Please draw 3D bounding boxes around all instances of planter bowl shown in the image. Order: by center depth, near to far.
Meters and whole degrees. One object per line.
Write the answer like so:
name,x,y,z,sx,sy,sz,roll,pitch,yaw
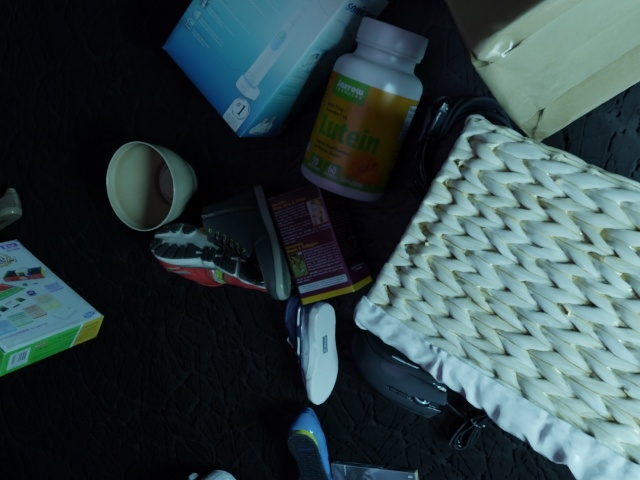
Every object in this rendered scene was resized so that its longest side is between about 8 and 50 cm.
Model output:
planter bowl,-0.302,-0.104,1.096,0.162,0.109,0.162,5,101,26

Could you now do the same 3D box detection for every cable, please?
cable,0.201,-0.119,0.852,0.151,0.047,0.184,25,99,38

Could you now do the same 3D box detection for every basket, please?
basket,0.282,0.062,0.674,0.331,0.328,0.266,33,103,28

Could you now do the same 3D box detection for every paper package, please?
paper package,0.288,-0.329,0.634,0.309,0.168,0.324,-32,45,27

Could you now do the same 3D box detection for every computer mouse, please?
computer mouse,0.160,0.215,0.921,0.262,0.060,0.184,40,131,15

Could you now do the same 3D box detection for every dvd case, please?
dvd case,0.108,0.511,1.050,0.165,0.018,0.221,-5,97,28

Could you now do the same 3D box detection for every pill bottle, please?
pill bottle,0.070,-0.195,0.873,0.136,0.136,0.245,27,110,21

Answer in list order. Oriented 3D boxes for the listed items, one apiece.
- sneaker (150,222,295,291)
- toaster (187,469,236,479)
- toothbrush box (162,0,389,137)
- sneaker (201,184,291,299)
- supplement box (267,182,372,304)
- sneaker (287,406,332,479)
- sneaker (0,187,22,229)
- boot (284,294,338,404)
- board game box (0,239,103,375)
sneaker,-0.169,0.040,1.070,0.279,0.107,0.118,14,149,9
toaster,-0.206,0.574,1.161,0.227,0.129,0.146,47,114,14
toothbrush box,-0.077,-0.343,0.927,0.216,0.126,0.295,49,117,12
sneaker,-0.125,0.016,0.978,0.118,0.083,0.222,-18,56,0
supplement box,0.000,0.000,0.976,0.104,0.081,0.188,-18,91,29
sneaker,-0.011,0.401,1.073,0.069,0.082,0.209,-3,116,14
sneaker,-0.773,-0.067,1.380,0.188,0.066,0.071,-16,75,23
boot,-0.020,0.191,1.040,0.086,0.069,0.189,15,107,43
board game box,-0.670,0.129,1.253,0.317,0.242,0.064,35,115,18
